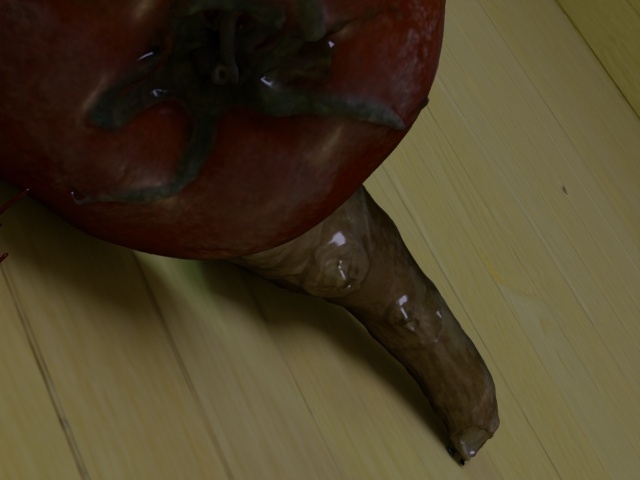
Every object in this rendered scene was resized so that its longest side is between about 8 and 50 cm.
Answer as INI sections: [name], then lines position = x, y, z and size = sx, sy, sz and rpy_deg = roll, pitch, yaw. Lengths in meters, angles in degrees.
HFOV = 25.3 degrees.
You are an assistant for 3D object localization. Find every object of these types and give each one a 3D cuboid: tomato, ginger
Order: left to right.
[tomato]
position = -0.057, -0.088, 0.598
size = 0.236, 0.236, 0.095
rpy_deg = 40, 19, -28
[ginger]
position = 0.000, 0.000, 0.799
size = 0.333, 0.081, 0.148
rpy_deg = 42, 6, -27

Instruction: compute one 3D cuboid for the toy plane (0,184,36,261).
[toy plane]
position = -0.139, 0.000, 0.518
size = 0.037, 0.060, 0.145
rpy_deg = 50, 5, -3
